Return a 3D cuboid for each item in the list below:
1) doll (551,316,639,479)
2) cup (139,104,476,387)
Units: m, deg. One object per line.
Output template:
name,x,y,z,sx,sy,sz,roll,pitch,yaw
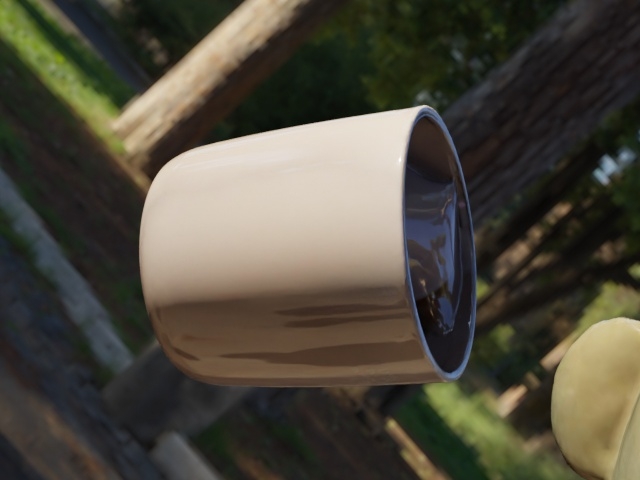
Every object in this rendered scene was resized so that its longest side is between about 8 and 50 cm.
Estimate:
doll,0.205,0.161,0.551,0.174,0.235,0.330,-5,80,-57
cup,0.000,0.000,1.177,0.253,0.200,0.192,-52,133,-63
